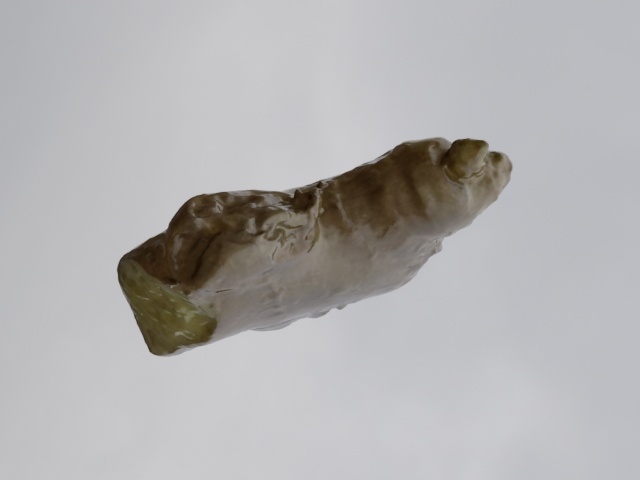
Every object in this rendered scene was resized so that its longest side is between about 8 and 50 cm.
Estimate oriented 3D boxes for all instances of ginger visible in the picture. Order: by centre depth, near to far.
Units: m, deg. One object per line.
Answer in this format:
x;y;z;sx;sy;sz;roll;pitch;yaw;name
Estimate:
-0.002;0.002;1.074;0.074;0.213;0.137;64;-15;14;ginger
